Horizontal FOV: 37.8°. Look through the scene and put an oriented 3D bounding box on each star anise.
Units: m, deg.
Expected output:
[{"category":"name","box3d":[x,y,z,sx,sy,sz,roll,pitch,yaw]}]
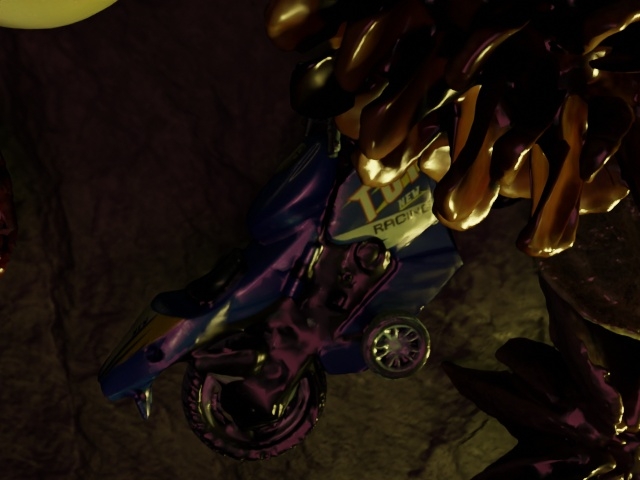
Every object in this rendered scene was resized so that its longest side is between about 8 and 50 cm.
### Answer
[{"category":"star anise","box3d":[0.192,0.127,0.627,0.213,0.129,0.282,12,96,-5]}]

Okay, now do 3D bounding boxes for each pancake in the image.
[{"category":"pancake","box3d":[0.196,0.008,0.586,0.130,0.116,0.022,26,158,9]}]

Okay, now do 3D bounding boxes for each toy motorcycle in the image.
[{"category":"toy motorcycle","box3d":[0.000,0.000,0.579,0.169,0.113,0.315,41,94,-18]}]

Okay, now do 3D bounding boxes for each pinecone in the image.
[{"category":"pinecone","box3d":[0.102,-0.110,0.440,0.264,0.264,0.264,1,114,2]}]

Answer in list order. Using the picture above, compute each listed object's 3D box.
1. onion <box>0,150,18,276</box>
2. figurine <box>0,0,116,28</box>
[{"category":"onion","box3d":[-0.280,-0.015,0.569,0.184,0.147,0.183,8,121,13]},{"category":"figurine","box3d":[-0.074,-0.280,0.443,0.394,0.226,0.274,-24,83,6]}]
